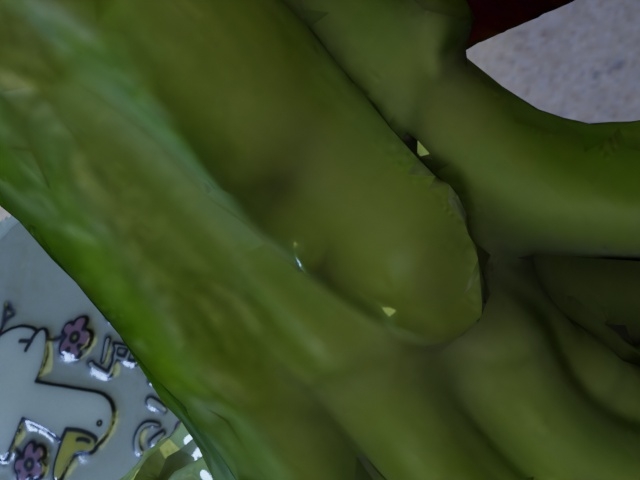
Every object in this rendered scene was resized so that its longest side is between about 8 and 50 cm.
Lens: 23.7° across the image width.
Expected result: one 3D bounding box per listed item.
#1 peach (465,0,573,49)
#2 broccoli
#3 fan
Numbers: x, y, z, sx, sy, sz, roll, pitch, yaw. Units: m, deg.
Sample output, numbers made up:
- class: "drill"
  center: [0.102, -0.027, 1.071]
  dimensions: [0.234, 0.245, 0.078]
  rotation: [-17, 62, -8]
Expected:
- class: "peach"
  center: [0.108, -0.184, 0.489]
  dimensions: [0.274, 0.245, 0.249]
  rotation: [-7, 44, 35]
- class: "broccoli"
  center: [-0.009, 0.035, 0.402]
  dimensions: [0.275, 0.397, 0.353]
  rotation: [-151, 76, -69]
- class: "fan"
  center: [-0.179, 0.064, 0.736]
  dimensions: [0.414, 0.012, 0.233]
  rotation: [1, 67, 35]
